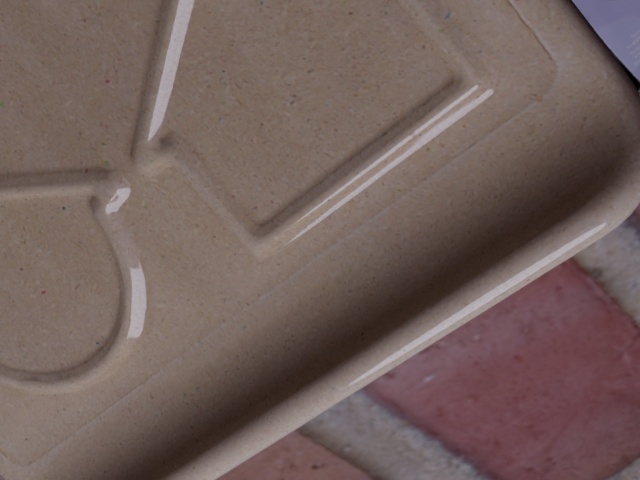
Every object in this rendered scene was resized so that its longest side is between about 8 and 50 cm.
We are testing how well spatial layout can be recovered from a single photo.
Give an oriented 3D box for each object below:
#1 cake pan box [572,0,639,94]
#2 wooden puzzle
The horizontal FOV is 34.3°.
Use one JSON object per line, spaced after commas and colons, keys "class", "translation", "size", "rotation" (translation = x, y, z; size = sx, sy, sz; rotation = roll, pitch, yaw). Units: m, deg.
{"class": "cake pan box", "translation": [0.142, -0.120, 0.497], "size": [0.267, 0.070, 0.245], "rotation": [-44, 143, 15]}
{"class": "wooden puzzle", "translation": [-0.101, -0.080, 0.401], "size": [0.322, 0.080, 0.348], "rotation": [-36, 95, 26]}
